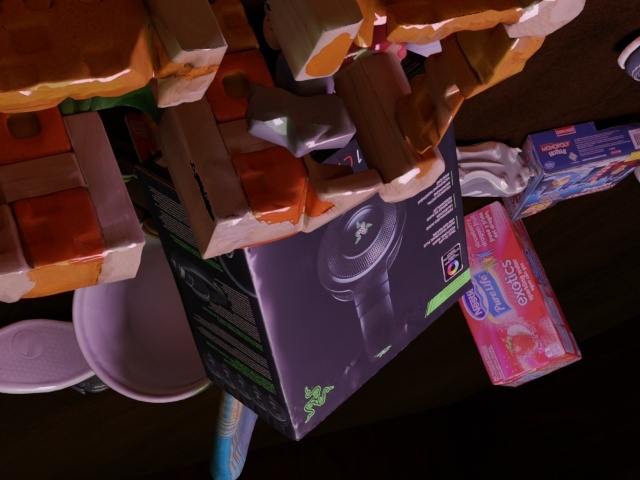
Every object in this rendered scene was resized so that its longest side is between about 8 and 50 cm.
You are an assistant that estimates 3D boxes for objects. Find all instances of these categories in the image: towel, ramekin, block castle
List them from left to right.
[{"bbox_3d":[-0.099,-0.136,0.753,0.453,0.213,0.303,-14,160,-24],"label":"block castle"},{"bbox_3d":[-0.174,0.082,1.413,0.207,0.207,0.109,-23,173,13],"label":"ramekin"},{"bbox_3d":[-0.057,0.089,1.371,0.040,0.271,0.370,19,143,4],"label":"towel"}]

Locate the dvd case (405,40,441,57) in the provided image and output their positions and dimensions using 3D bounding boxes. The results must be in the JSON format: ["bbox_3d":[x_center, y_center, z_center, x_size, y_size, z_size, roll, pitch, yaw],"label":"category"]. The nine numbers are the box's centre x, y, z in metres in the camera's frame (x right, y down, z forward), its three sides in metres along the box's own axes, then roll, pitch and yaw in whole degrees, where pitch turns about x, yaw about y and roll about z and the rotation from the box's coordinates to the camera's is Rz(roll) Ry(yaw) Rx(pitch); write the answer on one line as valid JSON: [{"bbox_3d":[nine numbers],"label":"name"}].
[{"bbox_3d":[0.151,-0.204,1.064,0.180,0.022,0.253,-17,171,-29],"label":"dvd case"}]

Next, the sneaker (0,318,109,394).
[{"bbox_3d":[-0.359,0.172,1.663,0.295,0.105,0.147,-12,158,-38],"label":"sneaker"}]

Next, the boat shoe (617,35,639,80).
[{"bbox_3d":[0.460,-0.217,1.358,0.254,0.079,0.095,-15,164,-14],"label":"boat shoe"}]

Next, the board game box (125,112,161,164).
[{"bbox_3d":[-0.064,-0.069,1.161,0.259,0.124,0.039,-3,155,-46],"label":"board game box"}]

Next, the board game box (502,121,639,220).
[{"bbox_3d":[0.335,-0.096,1.658,0.194,0.060,0.194,-13,164,-22],"label":"board game box"}]

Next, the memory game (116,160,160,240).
[{"bbox_3d":[-0.140,-0.034,1.147,0.186,0.186,0.012,-1,118,-48],"label":"memory game"}]

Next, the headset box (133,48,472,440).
[{"bbox_3d":[0.000,0.000,1.071,0.246,0.131,0.283,-38,137,-27],"label":"headset box"}]

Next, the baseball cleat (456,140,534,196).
[{"bbox_3d":[0.173,-0.086,1.521,0.109,0.072,0.206,-15,167,43],"label":"baseball cleat"}]

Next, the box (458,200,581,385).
[{"bbox_3d":[0.283,0.084,1.839,0.122,0.257,0.128,-26,163,18],"label":"box"}]

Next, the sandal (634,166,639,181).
[{"bbox_3d":[0.547,-0.110,1.780,0.169,0.102,0.416,-24,164,19],"label":"sandal"}]
